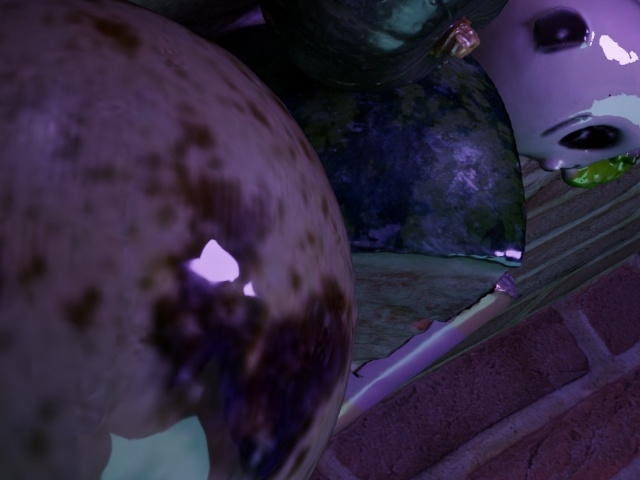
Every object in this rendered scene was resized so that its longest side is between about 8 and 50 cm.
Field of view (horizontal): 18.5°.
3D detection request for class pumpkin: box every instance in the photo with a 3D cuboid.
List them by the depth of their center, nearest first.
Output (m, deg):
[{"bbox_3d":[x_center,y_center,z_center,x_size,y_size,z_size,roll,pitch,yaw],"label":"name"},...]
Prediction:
[{"bbox_3d":[0.046,-0.174,1.239,0.190,0.146,0.190,-45,-172,8],"label":"pumpkin"}]

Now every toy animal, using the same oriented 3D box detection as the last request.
[{"bbox_3d":[0.231,-0.152,1.688,0.267,0.212,0.212,-31,168,-37],"label":"toy animal"}]

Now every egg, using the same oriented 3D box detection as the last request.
[{"bbox_3d":[-0.163,0.043,1.052,0.345,0.345,0.428,-31,180,-20],"label":"egg"}]

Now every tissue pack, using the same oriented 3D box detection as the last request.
[{"bbox_3d":[0.033,0.043,1.925,0.257,0.215,0.123,-37,178,13],"label":"tissue pack"}]

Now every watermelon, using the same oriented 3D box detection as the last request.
[{"bbox_3d":[-0.026,-0.027,1.378,0.292,0.250,0.283,-56,-162,37],"label":"watermelon"}]

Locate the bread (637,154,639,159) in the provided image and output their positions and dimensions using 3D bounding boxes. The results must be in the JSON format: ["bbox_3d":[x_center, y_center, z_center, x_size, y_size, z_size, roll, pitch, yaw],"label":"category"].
[{"bbox_3d":[0.346,-0.191,2.023,0.253,0.142,0.227,-30,160,-14],"label":"bread"}]
